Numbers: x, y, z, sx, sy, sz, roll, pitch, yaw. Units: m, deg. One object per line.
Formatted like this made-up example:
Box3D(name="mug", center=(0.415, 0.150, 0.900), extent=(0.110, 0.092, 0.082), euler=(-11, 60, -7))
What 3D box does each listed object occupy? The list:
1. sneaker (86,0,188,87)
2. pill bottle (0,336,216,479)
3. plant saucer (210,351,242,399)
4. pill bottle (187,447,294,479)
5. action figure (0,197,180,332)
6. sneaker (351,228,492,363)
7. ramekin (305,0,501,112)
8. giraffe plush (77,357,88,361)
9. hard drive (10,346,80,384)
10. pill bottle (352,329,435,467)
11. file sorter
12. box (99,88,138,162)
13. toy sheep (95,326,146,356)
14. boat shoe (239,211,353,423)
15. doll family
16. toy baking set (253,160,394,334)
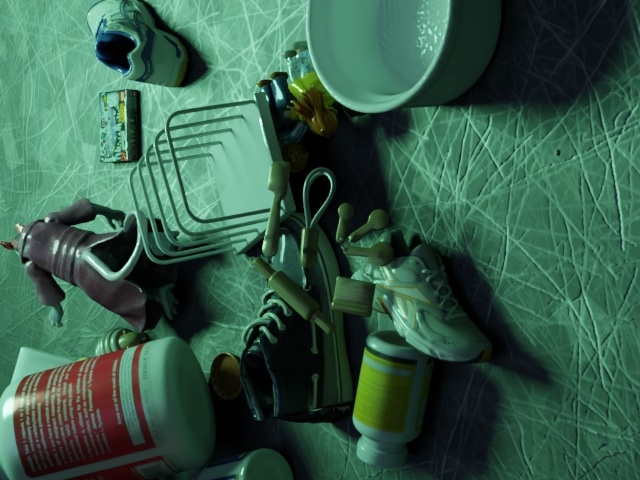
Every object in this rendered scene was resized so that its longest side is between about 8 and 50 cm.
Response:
Box3D(name="sneaker", center=(-0.366, -0.375, 2.137), extent=(0.296, 0.131, 0.112), euler=(36, 119, 40))
Box3D(name="pill bottle", center=(-0.404, 0.322, 2.007), extent=(0.407, 0.229, 0.229), euler=(-15, 78, 9))
Box3D(name="plant saucer", center=(-0.161, 0.235, 2.033), extent=(0.083, 0.013, 0.084), euler=(3, 94, 45))
Box3D(name="pill bottle", center=(-0.142, 0.416, 1.951), extent=(0.186, 0.112, 0.112), euler=(-22, 76, 45))
Box3D(name="action figure", center=(-0.441, 0.043, 2.121), extent=(0.370, 0.275, 0.248), euler=(14, 84, 18))
Box3D(name="sneaker", center=(0.149, 0.075, 1.651), extent=(0.262, 0.099, 0.121), euler=(37, 113, 37))
Box3D(name="ramekin", center=(0.119, -0.313, 1.633), extent=(0.277, 0.135, 0.277), euler=(2, 92, 46))
Box3D(name="giraffe plush", center=(-0.473, 0.323, 2.267), extent=(0.181, 0.210, 0.170), euler=(39, 92, 22))
Box3D(name="hard drive", center=(-0.485, 0.397, 2.154), extent=(0.047, 0.233, 0.353), euler=(159, 126, -85))
Box3D(name="pill bottle", center=(0.103, 0.230, 1.695), extent=(0.103, 0.103, 0.184), euler=(21, 106, 43))
Box3D(name="file sorter", center=(-0.182, -0.087, 1.860), extent=(0.277, 0.173, 0.193), euler=(-36, 68, 64))
Box3D(name="box", center=(-0.388, -0.218, 2.238), extent=(0.094, 0.027, 0.137), euler=(0, 91, 45))
Box3D(name="toy sheep", center=(-0.380, 0.207, 2.205), extent=(0.132, 0.091, 0.091), euler=(-37, 66, 41))
Box3D(name="boat shoe", center=(-0.054, 0.121, 1.813), extent=(0.127, 0.158, 0.341), euler=(-23, 76, 44))
Box3D(name="doll family", center=(-0.036, -0.197, 1.809), extent=(0.263, 0.118, 0.163), euler=(-39, 62, 42))
Box3D(name="toy baking set", center=(-0.003, 0.006, 1.702), extent=(0.256, 0.030, 0.197), euler=(37, 96, 20))
